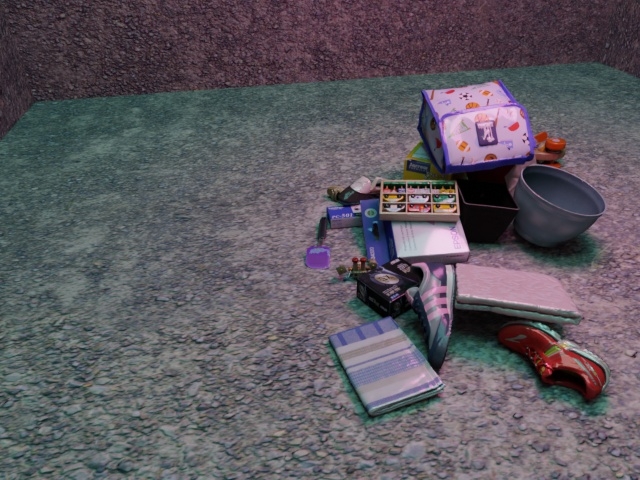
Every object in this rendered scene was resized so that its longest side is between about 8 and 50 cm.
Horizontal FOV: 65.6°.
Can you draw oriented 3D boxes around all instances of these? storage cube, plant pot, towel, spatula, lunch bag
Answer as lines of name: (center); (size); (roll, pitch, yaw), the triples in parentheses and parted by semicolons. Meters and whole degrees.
storage cube: (0.714, -0.272, 1.958); (0.215, 0.184, 0.193); (-44, 42, -13)
plant pot: (0.564, -0.098, 1.766); (0.187, 0.167, 0.188); (6, 35, -1)
towel: (0.162, 0.316, 1.289); (0.209, 0.034, 0.285); (-14, 34, -15)
spatula: (0.000, 0.000, 1.768); (0.084, 0.030, 0.297); (0, 34, 6)
lunch bag: (0.560, -0.403, 1.820); (0.327, 0.239, 0.386); (-8, 48, 1)
towel: (0.546, 0.148, 1.426); (0.316, 0.054, 0.332); (7, 15, 14)
plant pot: (0.793, -0.102, 1.723); (0.292, 0.196, 0.293); (10, 39, -8)

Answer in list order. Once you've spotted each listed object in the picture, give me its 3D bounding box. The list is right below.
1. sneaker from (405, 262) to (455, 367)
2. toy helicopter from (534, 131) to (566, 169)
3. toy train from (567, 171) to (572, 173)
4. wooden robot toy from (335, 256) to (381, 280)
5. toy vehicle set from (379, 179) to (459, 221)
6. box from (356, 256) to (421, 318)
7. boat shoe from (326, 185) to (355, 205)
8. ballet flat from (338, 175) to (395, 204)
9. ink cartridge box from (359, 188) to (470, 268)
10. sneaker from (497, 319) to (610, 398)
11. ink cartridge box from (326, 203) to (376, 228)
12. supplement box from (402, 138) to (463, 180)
sneaker: (0.292, 0.195, 1.359); (0.130, 0.112, 0.319); (10, 48, 7)
toy helicopter: (0.935, -0.426, 2.290); (0.354, 0.140, 0.235); (5, 32, 14)
toy train: (0.901, -0.242, 2.055); (0.247, 0.105, 0.143); (1, 21, 8)
wooden robot toy: (0.134, 0.080, 1.615); (0.173, 0.076, 0.079); (-1, 23, 0)
toy vehicle set: (0.340, -0.140, 1.720); (0.266, 0.035, 0.166); (1, 50, 7)
box: (0.223, 0.143, 1.506); (0.180, 0.078, 0.147); (-23, 39, -29)
boat shoe: (0.081, -0.177, 2.012); (0.153, 0.056, 0.048); (31, 40, 28)
ballet flat: (0.191, -0.207, 1.964); (0.280, 0.096, 0.095); (-9, 36, -34)
ink cartridge box: (0.315, -0.056, 1.720); (0.329, 0.072, 0.324); (-4, 51, -1)
sneaker: (0.571, 0.296, 1.250); (0.279, 0.107, 0.118); (24, 51, 37)
ink cartridge box: (0.132, -0.096, 1.894); (0.206, 0.046, 0.097); (-6, 33, -7)
supplement box: (0.488, -0.302, 2.059); (0.194, 0.195, 0.356); (15, 36, 23)
